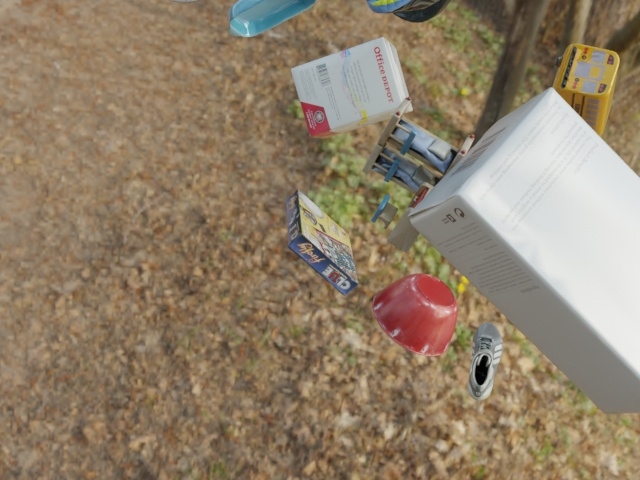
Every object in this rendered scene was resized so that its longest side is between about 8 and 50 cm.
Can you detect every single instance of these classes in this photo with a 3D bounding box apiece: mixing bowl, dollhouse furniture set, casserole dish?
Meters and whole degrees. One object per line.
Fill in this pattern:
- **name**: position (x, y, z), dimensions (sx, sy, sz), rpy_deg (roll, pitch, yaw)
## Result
- **mixing bowl**: position (0.205, 0.132, 1.735), dimensions (0.182, 0.098, 0.181), rpy_deg (22, 35, -16)
- **dollhouse furniture set**: position (0.133, -0.105, 1.338), dimensions (0.129, 0.129, 0.183), rpy_deg (31, 42, 3)
- **casserole dish**: position (-0.094, -0.446, 1.646), dimensions (0.036, 0.189, 0.114), rpy_deg (69, 15, 11)

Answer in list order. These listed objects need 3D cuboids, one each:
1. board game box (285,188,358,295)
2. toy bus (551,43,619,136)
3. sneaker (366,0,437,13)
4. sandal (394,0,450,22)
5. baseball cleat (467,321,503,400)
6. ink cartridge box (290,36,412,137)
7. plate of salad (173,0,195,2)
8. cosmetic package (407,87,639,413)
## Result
- **board game box**: position (0.000, 0.000, 1.844), dimensions (0.165, 0.042, 0.243), rpy_deg (41, 16, -19)
- **toy bus**: position (0.560, -0.307, 1.881), dimensions (0.130, 0.108, 0.333), rpy_deg (15, -8, 17)
- **sneaker**: position (0.154, -0.360, 1.197), dimensions (0.188, 0.067, 0.078), rpy_deg (-16, 8, 11)
- **sandal**: position (0.214, -0.531, 1.312), dimensions (0.168, 0.445, 0.107), rpy_deg (33, 33, 14)
- **baseball cleat**: position (0.372, 0.253, 1.943), dimensions (0.072, 0.109, 0.205), rpy_deg (7, 52, 9)
- **ink cartridge box**: position (0.060, -0.268, 1.551), dimensions (0.176, 0.128, 0.127), rpy_deg (-15, 1, 16)
- **plate of salad**: position (-0.238, -0.489, 1.423), dimensions (0.200, 0.199, 0.048), rpy_deg (19, 30, 9)
- **cosmetic package**: position (0.335, 0.022, 1.128), dimensions (0.385, 0.156, 0.217), rpy_deg (47, 69, -6)
